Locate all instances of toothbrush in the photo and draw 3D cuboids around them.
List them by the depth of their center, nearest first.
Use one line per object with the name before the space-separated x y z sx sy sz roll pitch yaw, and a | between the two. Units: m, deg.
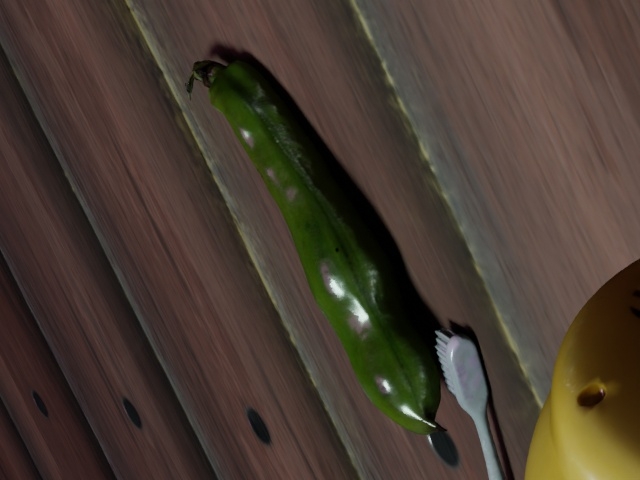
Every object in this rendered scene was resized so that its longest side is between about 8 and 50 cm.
toothbrush | 0.128 0.210 1.279 0.029 0.024 0.354 35 146 59

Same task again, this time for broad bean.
broad bean | 0.000 -0.005 1.264 0.318 0.056 0.098 58 167 22

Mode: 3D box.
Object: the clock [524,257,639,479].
clock | 0.218 0.117 0.718 0.317 0.244 0.200 43 148 43
